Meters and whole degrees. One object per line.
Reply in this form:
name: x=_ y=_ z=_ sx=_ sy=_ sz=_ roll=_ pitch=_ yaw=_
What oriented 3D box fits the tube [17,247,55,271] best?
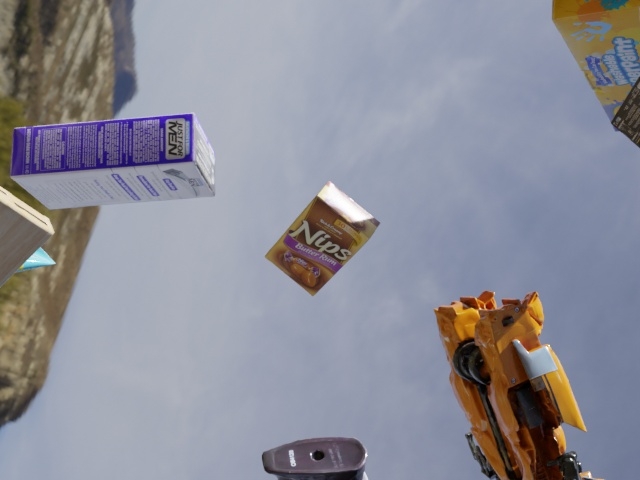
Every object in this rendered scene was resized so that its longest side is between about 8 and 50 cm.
tube: x=-0.476 y=0.030 z=1.152 sx=0.080 sy=0.207 sz=0.052 roll=44 pitch=-57 yaw=21

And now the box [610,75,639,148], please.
box: x=0.321 y=-0.118 z=0.801 sx=0.018 sy=0.067 sz=0.083 roll=-39 pitch=162 yaw=-16

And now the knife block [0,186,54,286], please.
knife block: x=-0.403 y=0.074 z=0.783 sx=0.276 sy=0.088 sz=0.242 roll=-7 pitch=-121 yaw=32

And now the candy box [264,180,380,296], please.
candy box: x=0.000 y=0.000 z=1.365 sx=0.186 sy=0.109 sz=0.053 roll=-48 pitch=-176 yaw=43

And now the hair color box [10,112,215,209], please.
hair color box: x=-0.381 y=-0.145 z=1.575 sx=0.185 sy=0.339 sz=0.110 roll=75 pitch=13 yaw=-73

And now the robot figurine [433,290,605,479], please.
robot figurine: x=0.216 y=0.198 z=0.872 sx=0.211 sy=0.085 sz=0.291 roll=172 pitch=-104 yaw=-76

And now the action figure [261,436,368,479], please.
action figure: x=0.013 y=0.283 z=0.686 sx=0.185 sy=0.099 sz=0.285 roll=-123 pitch=-153 yaw=-46

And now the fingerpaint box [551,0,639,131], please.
fingerpaint box: x=0.599 y=-0.334 z=1.288 sx=0.371 sy=0.445 sz=0.163 roll=-2 pitch=-105 yaw=31
